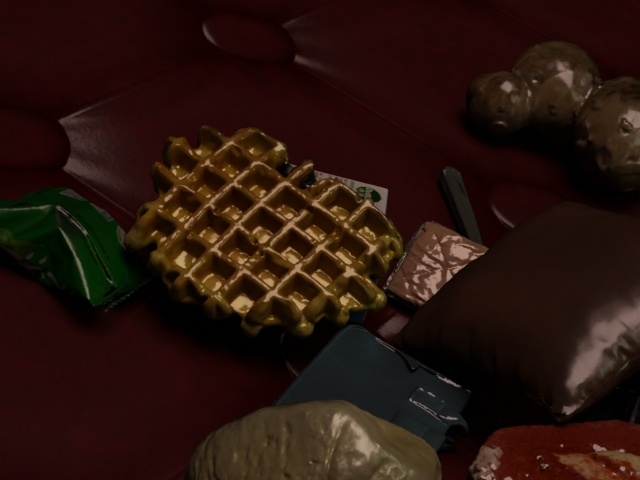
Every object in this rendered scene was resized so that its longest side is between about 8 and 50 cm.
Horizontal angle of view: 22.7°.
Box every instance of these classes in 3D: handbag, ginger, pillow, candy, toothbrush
[{"bbox_3d":[0.052,0.192,1.651,0.179,0.062,0.229,30,34,10],"label":"handbag"},{"bbox_3d":[0.365,-0.184,2.287,0.304,0.155,0.244,21,39,17],"label":"ginger"},{"bbox_3d":[0.267,0.064,1.745,0.305,0.108,0.308,-35,28,-22],"label":"pillow"},{"bbox_3d":[-0.278,-0.001,1.744,0.203,0.078,0.141,34,36,11],"label":"candy"},{"bbox_3d":[0.193,-0.008,2.034,0.030,0.031,0.297,4,35,-14],"label":"toothbrush"},{"bbox_3d":[0.197,0.068,1.886,0.232,0.043,0.126,28,66,10],"label":"pillow"}]

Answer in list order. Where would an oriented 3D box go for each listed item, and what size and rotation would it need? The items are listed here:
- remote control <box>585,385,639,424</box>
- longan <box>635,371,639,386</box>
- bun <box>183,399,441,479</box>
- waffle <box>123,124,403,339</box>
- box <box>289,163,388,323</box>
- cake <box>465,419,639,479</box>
[{"bbox_3d":[0.419,0.233,1.761,0.265,0.090,0.066,24,5,7],"label":"remote control"},{"bbox_3d":[0.476,0.108,1.837,0.248,0.248,0.248,14,34,-9],"label":"longan"},{"bbox_3d":[-0.011,0.243,1.404,0.243,0.244,0.153,13,52,-10],"label":"bun"},{"bbox_3d":[-0.062,-0.019,1.762,0.309,0.065,0.283,0,55,-10],"label":"waffle"},{"bbox_3d":[0.000,-0.001,1.884,0.139,0.073,0.194,15,33,-4],"label":"box"},{"bbox_3d":[0.254,0.271,1.557,0.283,0.151,0.177,-6,45,-26],"label":"cake"}]
